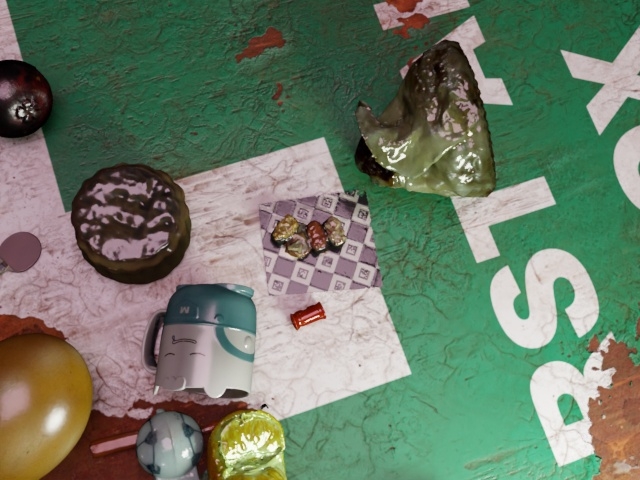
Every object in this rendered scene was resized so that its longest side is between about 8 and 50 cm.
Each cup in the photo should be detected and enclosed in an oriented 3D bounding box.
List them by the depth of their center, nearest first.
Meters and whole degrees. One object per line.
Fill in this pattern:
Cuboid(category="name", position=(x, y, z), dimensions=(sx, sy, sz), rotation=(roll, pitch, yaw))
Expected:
Cuboid(category="cup", position=(-0.286, 0.237, 1.820), dimensions=(0.289, 0.219, 0.258), rotation=(-4, 72, 27))

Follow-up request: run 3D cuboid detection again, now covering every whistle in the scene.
Cuboid(category="whistle", position=(-0.325, 0.479, 1.746), dimensions=(0.163, 0.163, 0.290), rotation=(-23, 40, -10))

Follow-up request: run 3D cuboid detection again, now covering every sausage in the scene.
Cuboid(category="sausage", position=(-0.464, 0.466, 1.816), dimensions=(0.131, 0.039, 0.041), rotation=(-13, 74, -8))

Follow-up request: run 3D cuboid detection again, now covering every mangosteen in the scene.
Cuboid(category="mangosteen", position=(-0.764, -0.351, 1.943), dimensions=(0.210, 0.210, 0.210), rotation=(1, 75, -4))

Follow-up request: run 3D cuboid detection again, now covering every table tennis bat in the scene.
Cuboid(category="table tennis bat", position=(-0.752, 0.046, 1.923), dimensions=(0.095, 0.014, 0.158), rotation=(41, 73, 5))

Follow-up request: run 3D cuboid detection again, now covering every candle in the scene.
Cuboid(category="candle", position=(-0.201, 0.423, 1.861), dimensions=(0.167, 0.021, 0.026), rotation=(-18, 103, -11))

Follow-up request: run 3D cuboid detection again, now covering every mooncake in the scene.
Cuboid(category="mooncake", position=(-0.453, -0.047, 1.897), dimensions=(0.290, 0.161, 0.290), rotation=(2, 74, -6))

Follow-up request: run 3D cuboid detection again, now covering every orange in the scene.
Cuboid(category="orange", position=(-0.164, 0.502, 1.769), dimensions=(0.179, 0.158, 0.237), rotation=(-5, 73, -27))

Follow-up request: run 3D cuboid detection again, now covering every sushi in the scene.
Cuboid(category="sushi", position=(0.000, 0.000, 1.979), dimensions=(0.290, 0.050, 0.264), rotation=(-6, 75, -7))

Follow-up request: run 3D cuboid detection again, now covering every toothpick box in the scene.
Cuboid(category="toothpick box", position=(-0.032, 0.185, 1.927), dimensions=(0.083, 0.047, 0.047), rotation=(-22, 77, -10))

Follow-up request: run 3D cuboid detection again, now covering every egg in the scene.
Cuboid(category="egg", position=(-0.649, 0.369, 1.702), dimensions=(0.282, 0.282, 0.351), rotation=(24, 77, 2))

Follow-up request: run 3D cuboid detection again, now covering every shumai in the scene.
Cuboid(category="shumai", position=(0.244, -0.259, 1.963), dimensions=(0.348, 0.395, 0.395), rotation=(-18, 76, 12))
